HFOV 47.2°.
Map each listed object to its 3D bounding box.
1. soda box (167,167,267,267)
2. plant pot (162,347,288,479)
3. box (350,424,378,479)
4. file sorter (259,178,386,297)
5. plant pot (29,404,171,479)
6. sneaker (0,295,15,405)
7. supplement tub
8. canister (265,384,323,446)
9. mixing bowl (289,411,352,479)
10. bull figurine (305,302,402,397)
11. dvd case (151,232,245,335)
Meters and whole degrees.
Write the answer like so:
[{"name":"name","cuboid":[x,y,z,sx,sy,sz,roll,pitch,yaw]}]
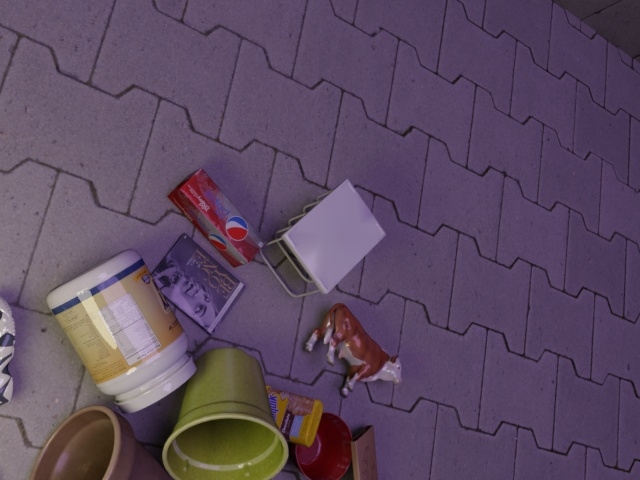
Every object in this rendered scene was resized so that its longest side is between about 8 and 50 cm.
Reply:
[{"name":"soda box","cuboid":[-0.267,-0.055,1.903,0.263,0.083,0.092,49,57,-16]},{"name":"plant pot","cuboid":[-0.221,0.400,1.712,0.276,0.276,0.254,30,28,-26]},{"name":"box","cuboid":[0.122,0.622,1.995,0.164,0.021,0.201,-6,91,-70]},{"name":"file sorter","cuboid":[0.000,0.000,2.021,0.278,0.173,0.193,-43,104,-34]},{"name":"plant pot","cuboid":[-0.449,0.515,1.576,0.229,0.263,0.263,43,58,-40]},{"name":"sneaker","cuboid":[-0.725,0.230,1.516,0.153,0.094,0.235,3,88,-43]},{"name":"supplement tub","cuboid":[-0.438,0.202,1.640,0.228,0.228,0.316,-34,100,-35]},{"name":"canister","cuboid":[-0.091,0.444,1.858,0.073,0.170,0.126,62,42,-57]},{"name":"mixing bowl","cuboid":[-0.013,0.545,1.938,0.181,0.098,0.181,7,76,-33]},{"name":"bull figurine","cuboid":[0.100,0.324,2.064,0.310,0.101,0.188,51,59,-16]},{"name":"dvd case","cuboid":[-0.313,0.112,1.875,0.221,0.018,0.164,44,59,-19]}]
